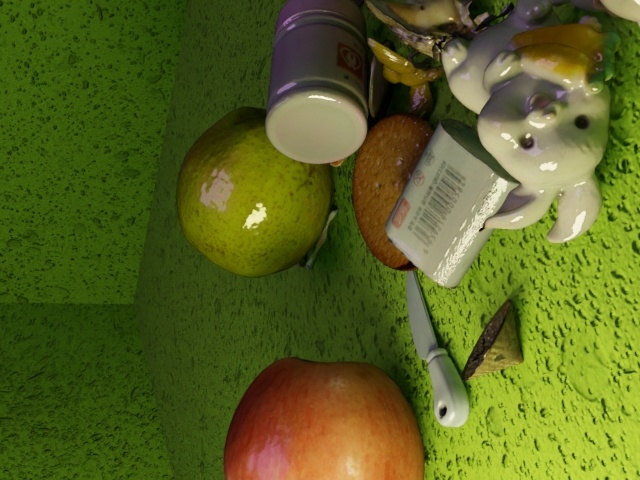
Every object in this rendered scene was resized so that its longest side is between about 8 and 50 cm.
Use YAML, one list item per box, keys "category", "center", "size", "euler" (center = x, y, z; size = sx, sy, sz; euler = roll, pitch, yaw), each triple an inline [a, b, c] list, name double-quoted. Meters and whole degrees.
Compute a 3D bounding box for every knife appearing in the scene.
- category: "knife"
  center: [0.194, 0.187, 1.313]
  size: [0.331, 0.044, 0.080]
  euler: [-105, 27, -44]

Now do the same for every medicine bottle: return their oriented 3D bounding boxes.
- category: "medicine bottle"
  center: [-0.002, -0.335, 1.492]
  size: [0.202, 0.202, 0.315]
  euler: [128, 152, -50]

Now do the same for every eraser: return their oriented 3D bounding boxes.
- category: "eraser"
  center: [0.214, -0.058, 1.197]
  size: [0.174, 0.081, 0.227]
  euler: [45, 129, 25]

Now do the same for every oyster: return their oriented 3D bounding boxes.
- category: "oyster"
  center: [0.171, -0.430, 1.280]
  size: [0.100, 0.275, 0.271]
  euler: [53, -134, -67]

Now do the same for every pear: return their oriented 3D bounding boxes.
- category: "pear"
  center: [-0.143, -0.117, 1.670]
  size: [0.391, 0.391, 0.390]
  euler: [-177, 90, -65]

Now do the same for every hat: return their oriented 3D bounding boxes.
- category: "hat"
  center: [0.279, 0.167, 1.110]
  size: [0.146, 0.067, 0.146]
  euler: [-58, -7, -12]

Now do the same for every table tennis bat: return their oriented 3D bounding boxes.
- category: "table tennis bat"
  center: [0.121, -0.280, 1.454]
  size: [0.022, 0.131, 0.234]
  euler: [13, 122, 21]

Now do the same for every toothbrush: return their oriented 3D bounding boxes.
- category: "toothbrush"
  center: [0.000, 0.000, 1.754]
  size: [0.017, 0.022, 0.204]
  euler: [47, 134, 24]

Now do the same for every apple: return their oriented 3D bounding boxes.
- category: "apple"
  center: [0.012, 0.373, 1.317]
  size: [0.364, 0.364, 0.363]
  euler: [-177, 90, -65]

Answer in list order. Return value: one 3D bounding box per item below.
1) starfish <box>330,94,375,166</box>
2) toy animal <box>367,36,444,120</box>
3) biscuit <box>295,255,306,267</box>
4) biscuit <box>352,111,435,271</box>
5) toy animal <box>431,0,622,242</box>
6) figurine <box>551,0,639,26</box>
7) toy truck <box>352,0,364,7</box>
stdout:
- category: "starfish"
  center: [0.094, -0.274, 1.556]
  size: [0.138, 0.050, 0.247]
  euler: [14, 86, 65]
- category: "toy animal"
  center: [0.180, -0.318, 1.342]
  size: [0.155, 0.219, 0.095]
  euler: [-23, 40, 23]
- category: "biscuit"
  center: [-0.070, -0.054, 1.897]
  size: [0.133, 0.032, 0.249]
  euler: [177, 95, -66]
- category: "biscuit"
  center: [0.154, -0.092, 1.384]
  size: [0.305, 0.038, 0.305]
  euler: [16, 109, 57]
- category: "toy animal"
  center: [0.281, -0.170, 0.980]
  size: [0.247, 0.183, 0.310]
  euler: [89, 167, -56]
- category: "figurine"
  center: [0.366, -0.350, 0.911]
  size: [0.235, 0.127, 0.155]
  euler: [-123, 21, -64]
- category: "toy truck"
  center: [0.046, -0.662, 1.619]
  size: [0.155, 0.125, 0.267]
  euler: [153, 115, -67]
